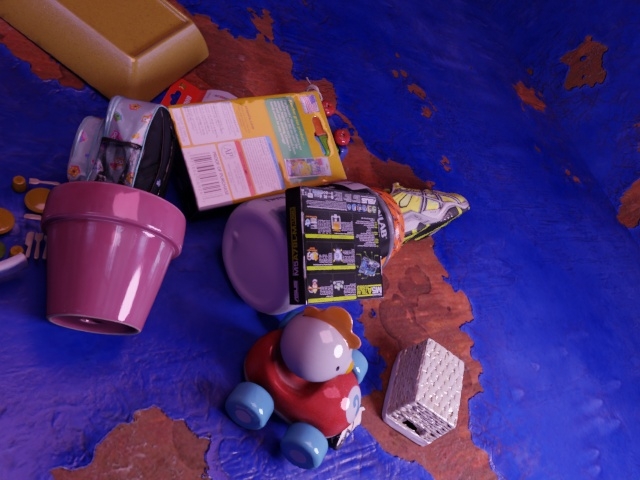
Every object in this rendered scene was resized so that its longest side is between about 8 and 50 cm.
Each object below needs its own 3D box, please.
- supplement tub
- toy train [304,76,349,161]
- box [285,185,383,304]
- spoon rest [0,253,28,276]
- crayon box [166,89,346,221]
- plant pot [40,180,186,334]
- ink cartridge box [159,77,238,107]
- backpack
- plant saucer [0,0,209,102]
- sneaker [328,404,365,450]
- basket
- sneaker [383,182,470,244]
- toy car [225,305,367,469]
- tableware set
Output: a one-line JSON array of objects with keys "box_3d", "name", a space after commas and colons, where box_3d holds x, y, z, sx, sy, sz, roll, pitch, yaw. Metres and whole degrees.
[{"box_3d": [0.000, 0.000, 1.050, 0.337, 0.207, 0.207, -18, 71, -44], "name": "supplement tub"}, {"box_3d": [-0.045, -0.289, 1.321, 0.143, 0.105, 0.248, -15, 69, -30], "name": "toy train"}, {"box_3d": [0.027, 0.010, 0.900, 0.190, 0.045, 0.184, 0, 87, -45], "name": "box"}, {"box_3d": [-0.517, -0.061, 0.747, 0.084, 0.137, 0.276, -37, 90, -31], "name": "spoon rest"}, {"box_3d": [-0.128, -0.173, 1.083, 0.322, 0.083, 0.203, -15, 84, -29], "name": "crayon box"}, {"box_3d": [-0.311, 0.037, 0.801, 0.201, 0.201, 0.180, 16, 66, -29], "name": "plant pot"}, {"box_3d": [-0.245, -0.286, 1.191, 0.179, 0.045, 0.146, 31, 44, -20], "name": "ink cartridge box"}, {"box_3d": [-0.317, -0.139, 0.902, 0.144, 0.166, 0.189, 18, 79, 2], "name": "backpack"}, {"box_3d": [-0.428, -0.464, 1.147, 0.332, 0.081, 0.333, 37, 43, -8], "name": "plant saucer"}, {"box_3d": [0.050, 0.325, 0.969, 0.044, 0.040, 0.109, 47, 46, -16], "name": "sneaker"}, {"box_3d": [0.206, 0.292, 1.070, 0.113, 0.103, 0.167, 36, 44, -10], "name": "basket"}, {"box_3d": [0.231, -0.082, 1.343, 0.384, 0.145, 0.147, -15, 70, -46], "name": "sneaker"}, {"box_3d": [0.001, 0.194, 0.870, 0.210, 0.238, 0.219, 36, 43, 2], "name": "toy car"}, {"box_3d": [-0.464, -0.033, 0.842, 0.103, 0.024, 0.154, 7, 57, -24], "name": "tableware set"}]
